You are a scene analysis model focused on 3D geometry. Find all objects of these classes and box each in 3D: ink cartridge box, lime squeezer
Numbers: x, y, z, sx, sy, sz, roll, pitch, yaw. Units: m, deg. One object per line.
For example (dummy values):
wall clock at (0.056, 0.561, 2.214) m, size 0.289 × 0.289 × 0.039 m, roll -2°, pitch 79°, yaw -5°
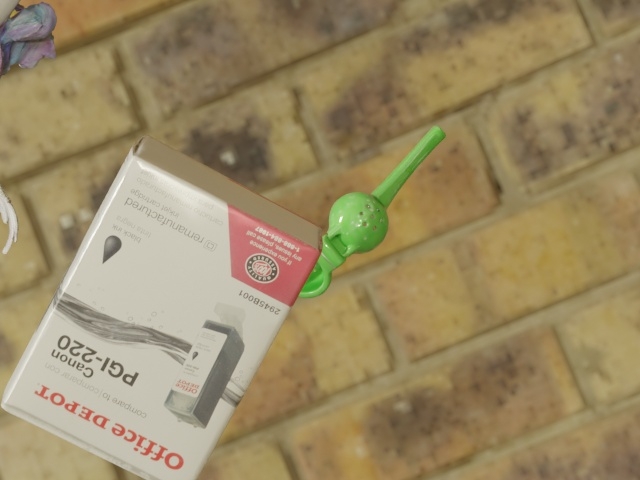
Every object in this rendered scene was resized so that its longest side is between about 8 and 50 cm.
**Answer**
ink cartridge box at (-0.117, 0.057, 1.232) m, size 0.218 × 0.159 × 0.092 m, roll -61°, pitch 7°, yaw 12°
lime squeezer at (0.000, 0.000, 1.538) m, size 0.310 × 0.059 × 0.110 m, roll -42°, pitch 26°, yaw 2°

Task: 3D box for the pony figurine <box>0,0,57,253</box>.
pony figurine at (-0.444, -0.171, 1.811) m, size 0.303 × 0.351 × 0.363 m, roll -11°, pitch 35°, yaw 47°
